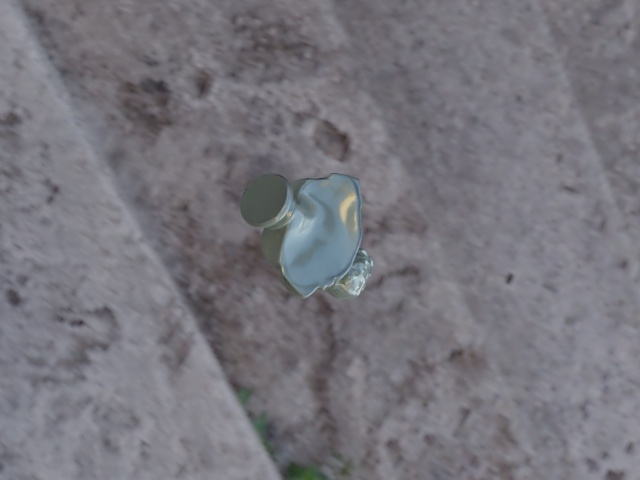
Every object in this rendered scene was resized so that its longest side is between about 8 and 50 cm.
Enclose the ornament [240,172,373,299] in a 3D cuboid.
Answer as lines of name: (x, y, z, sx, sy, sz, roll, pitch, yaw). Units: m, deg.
ornament: (-0.002, -0.001, 0.961, 0.068, 0.041, 0.092, -48, 131, -36)
